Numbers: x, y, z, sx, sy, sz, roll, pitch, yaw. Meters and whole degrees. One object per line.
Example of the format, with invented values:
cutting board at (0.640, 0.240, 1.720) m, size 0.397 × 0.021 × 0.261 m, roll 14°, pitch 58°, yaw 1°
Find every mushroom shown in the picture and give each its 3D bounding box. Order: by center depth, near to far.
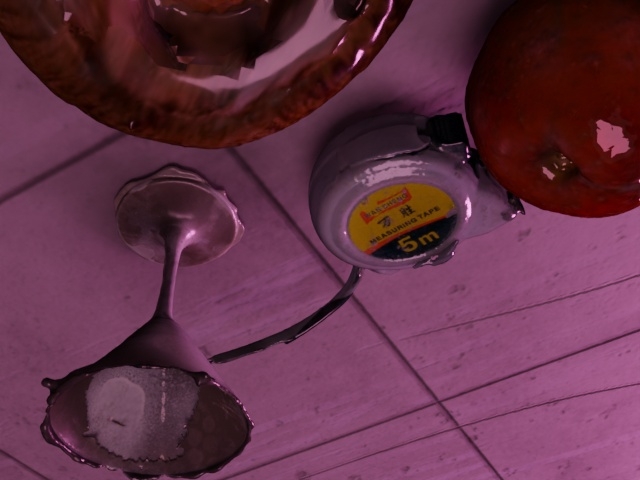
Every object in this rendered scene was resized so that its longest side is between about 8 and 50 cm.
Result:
mushroom at (-0.052, -0.196, 0.435) m, size 0.263 × 0.195 × 0.283 m, roll 5°, pitch 149°, yaw -19°

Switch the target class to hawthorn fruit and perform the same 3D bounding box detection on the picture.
hawthorn fruit at (0.188, -0.097, 0.562) m, size 0.172 × 0.173 × 0.173 m, roll -2°, pitch 133°, yaw -2°

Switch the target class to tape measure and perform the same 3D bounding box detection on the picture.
tape measure at (0.001, 0.000, 0.697) m, size 0.330 × 0.084 × 0.164 m, roll -28°, pitch 127°, yaw 22°

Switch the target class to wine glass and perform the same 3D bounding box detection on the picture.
wine glass at (-0.127, 0.058, 0.641) m, size 0.156 × 0.232 × 0.156 m, roll -1°, pitch 134°, yaw -1°
